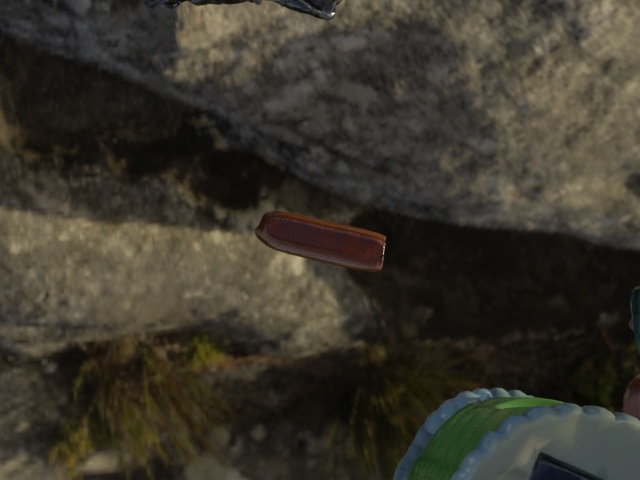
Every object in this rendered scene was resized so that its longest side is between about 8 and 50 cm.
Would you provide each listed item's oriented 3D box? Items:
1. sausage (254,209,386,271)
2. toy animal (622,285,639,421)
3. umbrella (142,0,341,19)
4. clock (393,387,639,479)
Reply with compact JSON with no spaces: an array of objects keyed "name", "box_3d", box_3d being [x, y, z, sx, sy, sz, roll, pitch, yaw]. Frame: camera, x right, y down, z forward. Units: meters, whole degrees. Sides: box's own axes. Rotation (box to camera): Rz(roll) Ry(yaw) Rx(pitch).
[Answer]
[{"name":"sausage","box_3d":[0.000,0.000,1.287,0.131,0.039,0.041,13,89,-4]},{"name":"toy animal","box_3d":[0.242,0.094,0.943,0.100,0.208,0.103,-15,122,47]},{"name":"umbrella","box_3d":[-0.140,-0.253,0.998,0.337,0.128,0.154,1,91,-27]},{"name":"clock","box_3d":[0.117,0.118,0.462,0.194,0.195,0.100,25,83,4]}]
